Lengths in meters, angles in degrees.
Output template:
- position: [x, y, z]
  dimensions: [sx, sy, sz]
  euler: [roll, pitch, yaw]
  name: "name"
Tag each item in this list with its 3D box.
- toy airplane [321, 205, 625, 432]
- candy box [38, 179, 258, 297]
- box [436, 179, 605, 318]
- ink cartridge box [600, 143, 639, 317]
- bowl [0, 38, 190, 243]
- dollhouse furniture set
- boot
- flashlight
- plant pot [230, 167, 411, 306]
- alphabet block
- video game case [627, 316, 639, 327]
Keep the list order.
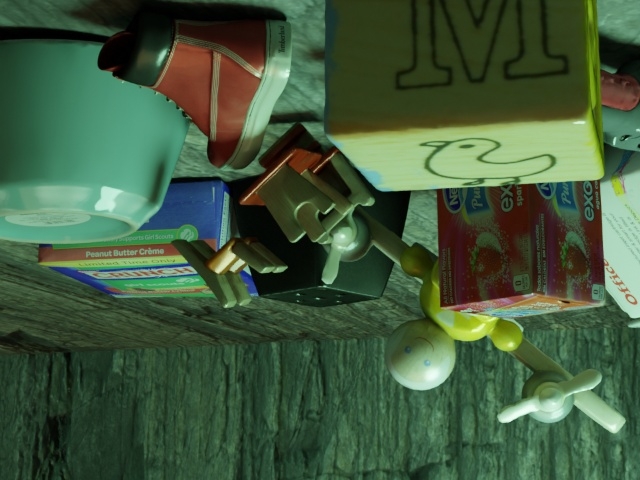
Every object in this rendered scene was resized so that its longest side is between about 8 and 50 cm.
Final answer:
- position: [0.168, 0.078, 1.687]
  dimensions: [0.386, 0.272, 0.384]
  euler: [15, 147, 45]
  name: "toy airplane"
- position: [-0.235, 0.006, 2.022]
  dimensions: [0.268, 0.122, 0.317]
  euler: [-2, 167, 12]
  name: "candy box"
- position: [0.203, -0.054, 1.390]
  dimensions: [0.123, 0.256, 0.128]
  euler: [9, 165, -41]
  name: "box"
- position: [0.430, -0.032, 1.593]
  dimensions: [0.201, 0.117, 0.278]
  euler: [51, 152, -11]
  name: "ink cartridge box"
- position: [-0.282, -0.091, 1.446]
  dimensions: [0.312, 0.163, 0.311]
  euler: [-2, 170, 0]
  name: "bowl"
- position: [-0.031, -0.067, 1.482]
  dimensions: [0.262, 0.135, 0.259]
  euler: [-43, 173, 7]
  name: "dollhouse furniture set"
- position: [-0.136, -0.150, 1.347]
  dimensions: [0.176, 0.088, 0.244]
  euler: [4, 155, -11]
  name: "boot"
- position: [0.251, -0.159, 1.301]
  dimensions: [0.304, 0.103, 0.103]
  euler: [5, 158, -41]
  name: "flashlight"
- position: [0.000, 0.000, 1.878]
  dimensions: [0.187, 0.167, 0.188]
  euler: [-11, 162, 42]
  name: "plant pot"
- position: [0.120, -0.155, 1.078]
  dimensions: [0.197, 0.193, 0.192]
  euler: [-3, 169, 15]
  name: "alphabet block"
- position: [0.524, 0.109, 1.884]
  dimensions: [0.157, 0.019, 0.143]
  euler: [1, 172, -2]
  name: "video game case"
